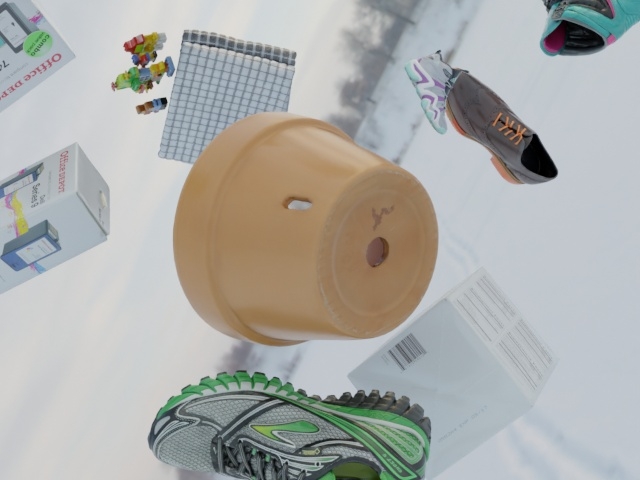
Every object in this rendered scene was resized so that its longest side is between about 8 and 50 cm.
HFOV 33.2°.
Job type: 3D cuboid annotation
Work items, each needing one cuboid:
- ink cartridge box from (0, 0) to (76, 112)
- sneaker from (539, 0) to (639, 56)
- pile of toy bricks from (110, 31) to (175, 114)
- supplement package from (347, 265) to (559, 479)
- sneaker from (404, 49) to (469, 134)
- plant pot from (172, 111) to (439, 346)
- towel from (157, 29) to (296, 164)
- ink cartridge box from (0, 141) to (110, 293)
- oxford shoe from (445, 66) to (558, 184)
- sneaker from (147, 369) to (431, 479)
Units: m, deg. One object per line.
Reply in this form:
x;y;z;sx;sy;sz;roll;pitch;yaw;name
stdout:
-0.581;-0.380;1.773;0.198;0.197;0.270;-37;-35;-2;ink cartridge box
0.426;-0.424;1.926;0.178;0.295;0.124;-54;-29;-13;sneaker
-0.369;-0.324;2.152;0.105;0.118;0.212;-14;-13;-24;pile of toy bricks
0.208;0.192;1.624;0.199;0.198;0.263;-41;-7;21;supplement package
0.149;-0.182;1.285;0.069;0.098;0.038;-24;-3;8;sneaker
0.000;0.000;1.271;0.203;0.291;0.291;14;73;48;plant pot
-0.186;-0.275;2.147;0.121;0.235;0.283;-91;15;-46;towel
-0.404;-0.026;1.484;0.212;0.093;0.154;-24;34;4;ink cartridge box
0.305;-0.193;1.799;0.098;0.271;0.097;13;67;57;oxford shoe
-0.040;0.251;1.285;0.146;0.343;0.134;-80;-9;-51;sneaker
